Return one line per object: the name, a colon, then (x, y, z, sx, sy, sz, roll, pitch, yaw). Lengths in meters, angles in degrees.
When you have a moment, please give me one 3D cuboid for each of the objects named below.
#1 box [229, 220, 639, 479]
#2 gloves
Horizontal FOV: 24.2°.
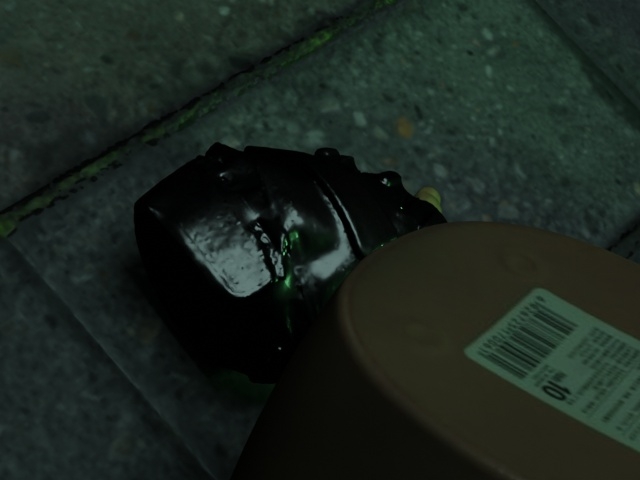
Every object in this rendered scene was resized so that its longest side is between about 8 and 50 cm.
box: (0.096, 0.139, 0.723, 0.301, 0.216, 0.301, 11, 29, -6)
gloves: (0.000, 0.000, 0.901, 0.203, 0.124, 0.164, -32, 96, -30)
